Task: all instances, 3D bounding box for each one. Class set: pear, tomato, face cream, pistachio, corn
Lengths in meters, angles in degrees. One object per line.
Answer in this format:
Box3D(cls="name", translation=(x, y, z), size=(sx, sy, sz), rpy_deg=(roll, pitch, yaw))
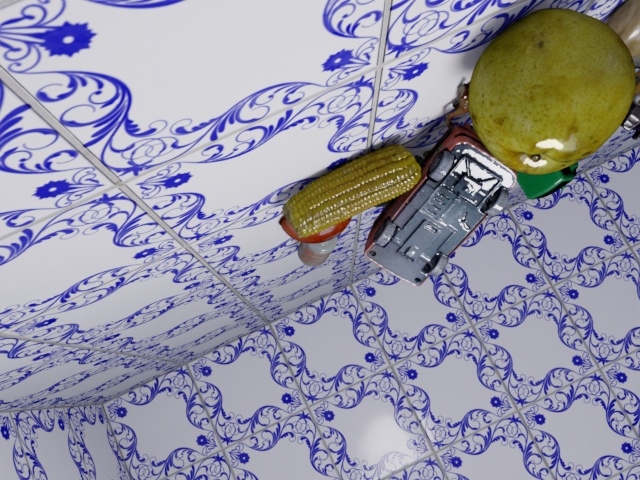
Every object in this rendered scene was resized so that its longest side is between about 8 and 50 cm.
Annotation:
Box3D(cls="pear", translation=(0.431, -0.273, 1.231), size=(0.304, 0.304, 0.304), rpy_deg=(-25, 168, -6))
Box3D(cls="tomato", translation=(0.010, -0.053, 1.768), size=(0.228, 0.112, 0.199), rpy_deg=(-28, 170, 20))
Box3D(cls="face cream", translation=(0.000, 0.000, 1.980), size=(0.101, 0.101, 0.251), rpy_deg=(-22, 167, -20))
Box3D(cls="pistachio", translation=(0.702, -0.483, 1.413), size=(0.126, 0.108, 0.185), rpy_deg=(-46, 171, -28))
Box3D(cls="corn", translation=(0.072, -0.121, 1.547), size=(0.344, 0.131, 0.131), rpy_deg=(-27, 168, -4))

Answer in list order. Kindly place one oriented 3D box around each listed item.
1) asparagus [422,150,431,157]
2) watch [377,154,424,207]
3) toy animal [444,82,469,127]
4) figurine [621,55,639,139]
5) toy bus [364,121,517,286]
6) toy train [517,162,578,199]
Box3D(cls="asparagus", translation=(0.385, -0.264, 1.851), size=(0.248, 0.025, 0.024), rpy_deg=(-16, 150, -37))
Box3D(cls="watch", translation=(0.216, -0.162, 1.832), size=(0.193, 0.068, 0.206), rpy_deg=(-15, 161, -39))
Box3D(cls="toy animal", translation=(0.416, -0.341, 1.452), size=(0.243, 0.087, 0.260), rpy_deg=(-24, 171, -18))
Box3D(cls="figurine", translation=(0.882, -0.403, 1.677), size=(0.308, 0.308, 0.143), rpy_deg=(-31, 157, 23))
Box3D(cls="toy bus", translation=(0.307, -0.096, 1.667), size=(0.427, 0.203, 0.233), rpy_deg=(-53, -168, 33))
Box3D(cls="toy train", translation=(0.671, -0.257, 1.934), size=(0.178, 0.249, 0.429), rpy_deg=(-36, 164, 36))
